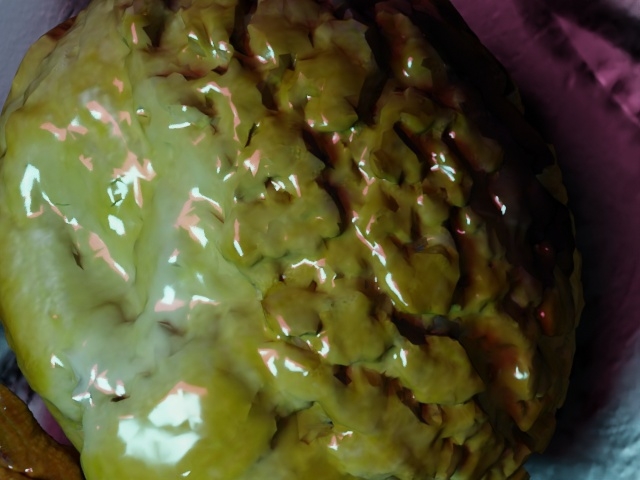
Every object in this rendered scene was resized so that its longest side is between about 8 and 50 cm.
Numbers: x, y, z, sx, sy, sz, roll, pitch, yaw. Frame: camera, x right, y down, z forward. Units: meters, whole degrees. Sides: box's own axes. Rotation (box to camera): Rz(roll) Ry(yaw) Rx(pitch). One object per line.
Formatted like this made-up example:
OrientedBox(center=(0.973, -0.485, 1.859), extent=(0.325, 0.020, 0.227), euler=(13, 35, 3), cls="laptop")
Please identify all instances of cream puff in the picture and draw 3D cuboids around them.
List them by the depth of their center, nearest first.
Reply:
OrientedBox(center=(0.000, 0.000, 0.770), extent=(0.231, 0.327, 0.343), euler=(-29, 30, 24), cls="cream puff")

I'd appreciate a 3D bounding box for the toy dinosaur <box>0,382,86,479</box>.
OrientedBox(center=(-0.171, 0.144, 0.982), extent=(0.208, 0.097, 0.432), euler=(-7, 101, 22), cls="toy dinosaur")
